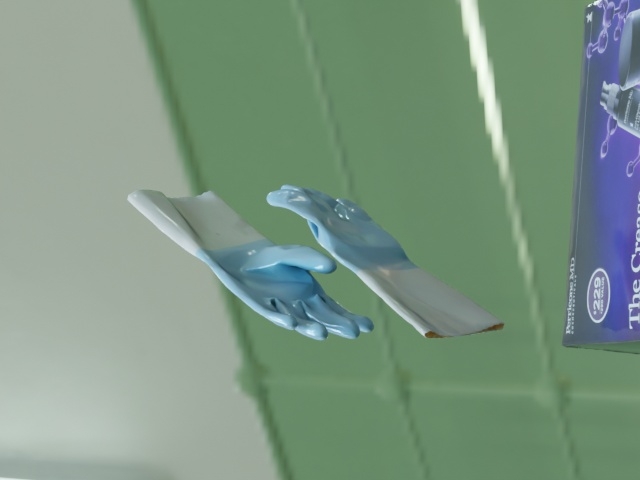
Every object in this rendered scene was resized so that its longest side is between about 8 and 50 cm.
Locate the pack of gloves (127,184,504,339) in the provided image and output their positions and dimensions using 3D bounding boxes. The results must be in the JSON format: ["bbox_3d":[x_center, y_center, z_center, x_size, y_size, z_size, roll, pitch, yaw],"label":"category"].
[{"bbox_3d":[0.000,0.000,1.425,0.195,0.232,0.046,-5,-58,-39],"label":"pack of gloves"}]

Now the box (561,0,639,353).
[{"bbox_3d":[0.258,-0.051,1.359,0.103,0.184,0.261,6,-97,-13],"label":"box"}]
